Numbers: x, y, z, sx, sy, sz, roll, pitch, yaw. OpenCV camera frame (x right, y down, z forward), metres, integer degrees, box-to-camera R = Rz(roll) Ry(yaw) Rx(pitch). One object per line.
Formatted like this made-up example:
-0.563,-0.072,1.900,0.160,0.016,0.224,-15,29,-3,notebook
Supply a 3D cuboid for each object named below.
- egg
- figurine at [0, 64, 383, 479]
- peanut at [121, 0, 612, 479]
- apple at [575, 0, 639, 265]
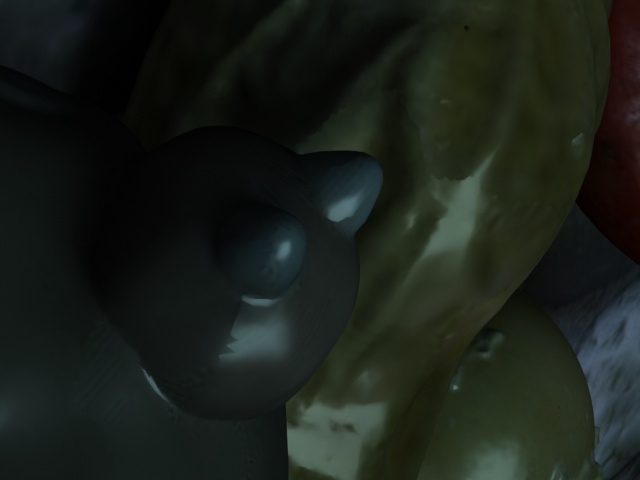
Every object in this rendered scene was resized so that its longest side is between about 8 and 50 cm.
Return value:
0.043,0.088,0.758,0.164,0.164,0.201,-52,180,-10,egg
-0.156,0.096,0.425,0.380,0.248,0.203,-42,109,-20,figurine
-0.003,-0.003,0.607,0.158,0.174,0.340,8,113,-53,peanut
0.268,-0.139,0.712,0.364,0.364,0.364,-36,143,-33,apple
